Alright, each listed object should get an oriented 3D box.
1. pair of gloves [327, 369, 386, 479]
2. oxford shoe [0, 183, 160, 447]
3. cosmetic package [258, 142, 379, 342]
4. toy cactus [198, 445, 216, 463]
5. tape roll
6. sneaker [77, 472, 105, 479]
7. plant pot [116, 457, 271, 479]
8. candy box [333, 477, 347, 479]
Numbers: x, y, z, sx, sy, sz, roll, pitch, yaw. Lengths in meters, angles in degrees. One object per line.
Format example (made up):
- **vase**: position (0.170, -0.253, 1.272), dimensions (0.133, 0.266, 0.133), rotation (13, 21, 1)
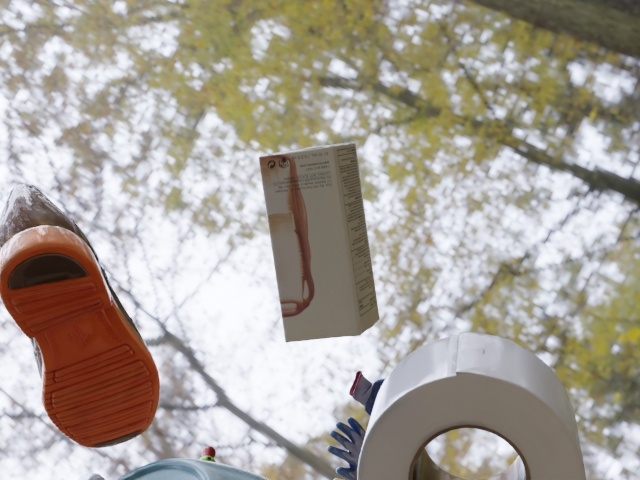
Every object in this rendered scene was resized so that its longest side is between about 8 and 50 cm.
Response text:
- **pair of gloves**: position (0.081, 0.308, 2.055), dimensions (0.159, 0.023, 0.198), rotation (44, -125, -38)
- **oxford shoe**: position (-0.261, 0.090, 1.365), dimensions (0.129, 0.133, 0.364), rotation (-16, -44, -9)
- **cosmetic package**: position (0.000, 0.000, 1.979), dimensions (0.153, 0.129, 0.296), rotation (-20, -78, -75)
- **toy cactus**: position (-0.205, 0.413, 1.803), dimensions (0.112, 0.180, 0.219), rotation (34, -86, -16)
- **tape roll**: position (0.170, 0.242, 1.404), dimensions (0.169, 0.246, 0.246), rotation (-52, -17, -77)
- **sneaker**: position (-0.345, 0.468, 1.890), dimensions (0.094, 0.091, 0.258), rotation (70, -160, -46)
- **plant pot**: position (-0.112, 0.304, 1.078), dimensions (0.290, 0.290, 0.195), rotation (-41, -58, -24)
- **candy box**: position (0.083, 0.520, 1.825), dimensions (0.087, 0.316, 0.183), rotation (22, -73, -48)
